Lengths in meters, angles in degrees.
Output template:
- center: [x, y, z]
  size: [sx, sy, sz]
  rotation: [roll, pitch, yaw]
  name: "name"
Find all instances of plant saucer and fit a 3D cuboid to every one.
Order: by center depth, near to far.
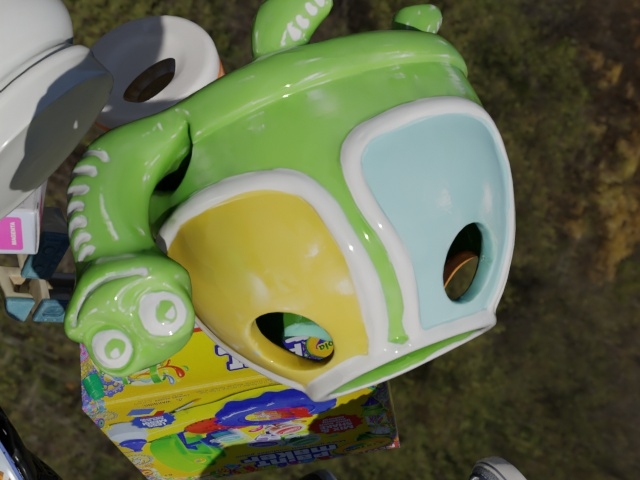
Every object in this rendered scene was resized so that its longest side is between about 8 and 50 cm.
- center: [-0.215, -0.201, 1.493]
  size: [0.083, 0.015, 0.083]
  rotation: [-39, 174, -5]
  name: "plant saucer"

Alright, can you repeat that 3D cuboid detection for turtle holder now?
- center: [-0.002, -0.020, 0.762]
  size: [0.243, 0.227, 0.320]
  rotation: [-27, 168, 19]
  name: "turtle holder"

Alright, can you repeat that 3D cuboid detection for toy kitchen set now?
- center: [-0.309, 0.056, 1.566]
  size: [0.207, 0.122, 0.166]
  rotation: [6, 133, -40]
  name: "toy kitchen set"

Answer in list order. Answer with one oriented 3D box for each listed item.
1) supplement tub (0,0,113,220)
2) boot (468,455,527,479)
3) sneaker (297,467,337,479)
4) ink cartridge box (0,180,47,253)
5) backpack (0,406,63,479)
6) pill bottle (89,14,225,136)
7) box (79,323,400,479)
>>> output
- center: [-0.349, -0.170, 0.947]
  size: [0.228, 0.316, 0.228]
  rotation: [-47, 180, 0]
  name: "supplement tub"
- center: [0.142, 0.258, 0.906]
  size: [0.069, 0.086, 0.190]
  rotation: [106, -34, -47]
  name: "boot"
- center: [-0.063, 0.377, 1.512]
  size: [0.215, 0.084, 0.083]
  rotation: [-45, 137, -1]
  name: "sneaker"
- center: [-0.429, -0.062, 1.147]
  size: [0.185, 0.311, 0.065]
  rotation: [-101, -163, -54]
  name: "ink cartridge box"
- center: [-0.354, 0.235, 1.087]
  size: [0.213, 0.263, 0.276]
  rotation: [-43, 128, -25]
  name: "backpack"
- center: [-0.233, -0.159, 1.922]
  size: [0.392, 0.224, 0.224]
  rotation: [72, 38, -55]
  name: "pill bottle"
- center: [-0.078, 0.123, 1.252]
  size: [0.279, 0.290, 0.177]
  rotation: [73, 8, -61]
  name: "box"
